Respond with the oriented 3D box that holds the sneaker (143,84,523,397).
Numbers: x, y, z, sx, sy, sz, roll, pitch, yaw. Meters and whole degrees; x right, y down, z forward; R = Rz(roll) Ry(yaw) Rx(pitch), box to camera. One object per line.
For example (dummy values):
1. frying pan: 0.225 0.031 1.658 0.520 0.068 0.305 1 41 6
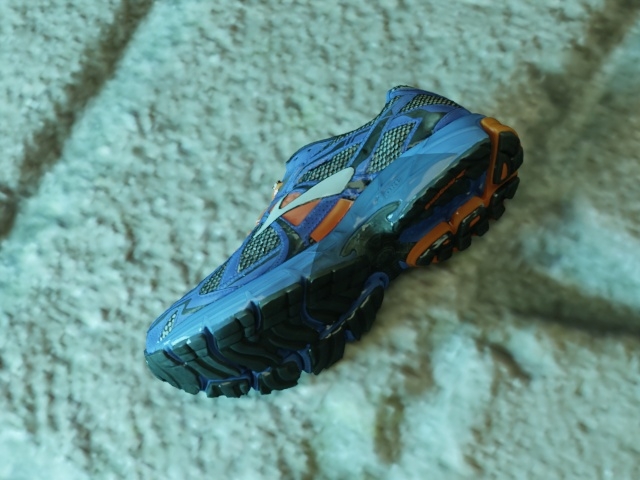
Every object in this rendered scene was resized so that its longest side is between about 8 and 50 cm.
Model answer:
1. sneaker: 0.000 0.000 0.725 0.221 0.083 0.087 -35 51 -10
